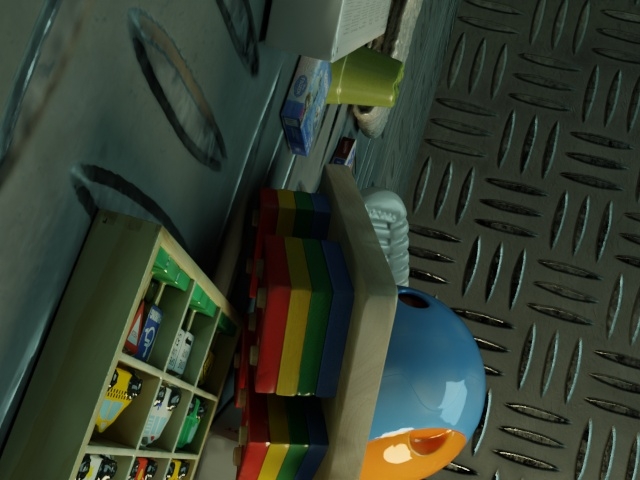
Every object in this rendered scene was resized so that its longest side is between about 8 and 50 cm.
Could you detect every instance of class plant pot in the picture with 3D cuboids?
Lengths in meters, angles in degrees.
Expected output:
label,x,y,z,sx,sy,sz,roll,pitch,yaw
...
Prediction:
label,x,y,z,sx,sy,sz,roll,pitch,yaw
plant pot,0.049,-0.180,0.903,0.083,0.079,0.083,15,90,-83

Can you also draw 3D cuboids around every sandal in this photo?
label,x,y,z,sx,sy,sz,roll,pitch,yaw
sandal,0.067,0.084,1.411,0.102,0.169,0.416,51,-42,48

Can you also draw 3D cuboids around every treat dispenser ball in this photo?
label,x,y,z,sx,sy,sz,roll,pitch,yaw
treat dispenser ball,0.094,0.206,1.191,0.288,0.288,0.288,15,90,-82

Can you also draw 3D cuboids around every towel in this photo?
label,x,y,z,sx,sy,sz,roll,pitch,yaw
towel,0.106,-0.295,1.190,0.187,0.049,0.282,27,78,-81

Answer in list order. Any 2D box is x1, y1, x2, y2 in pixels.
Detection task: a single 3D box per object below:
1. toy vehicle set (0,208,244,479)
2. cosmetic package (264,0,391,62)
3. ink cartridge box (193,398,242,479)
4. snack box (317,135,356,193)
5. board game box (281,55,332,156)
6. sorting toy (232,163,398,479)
label,x,y,z,sx,sy,sz,roll,pitch,yaw
toy vehicle set,-0.109,0.099,0.511,0.267,0.035,0.166,76,30,-74
cosmetic package,0.019,-0.218,0.695,0.239,0.060,0.099,-54,156,-67
ink cartridge box,-0.044,0.218,0.854,0.175,0.127,0.072,-37,144,-75
snack box,0.012,-0.058,1.080,0.064,0.022,0.178,94,14,-48
board game box,-0.011,-0.139,0.784,0.090,0.020,0.090,77,28,-73
sorting toy,-0.023,0.092,0.696,0.257,0.089,0.255,-105,-158,-65
